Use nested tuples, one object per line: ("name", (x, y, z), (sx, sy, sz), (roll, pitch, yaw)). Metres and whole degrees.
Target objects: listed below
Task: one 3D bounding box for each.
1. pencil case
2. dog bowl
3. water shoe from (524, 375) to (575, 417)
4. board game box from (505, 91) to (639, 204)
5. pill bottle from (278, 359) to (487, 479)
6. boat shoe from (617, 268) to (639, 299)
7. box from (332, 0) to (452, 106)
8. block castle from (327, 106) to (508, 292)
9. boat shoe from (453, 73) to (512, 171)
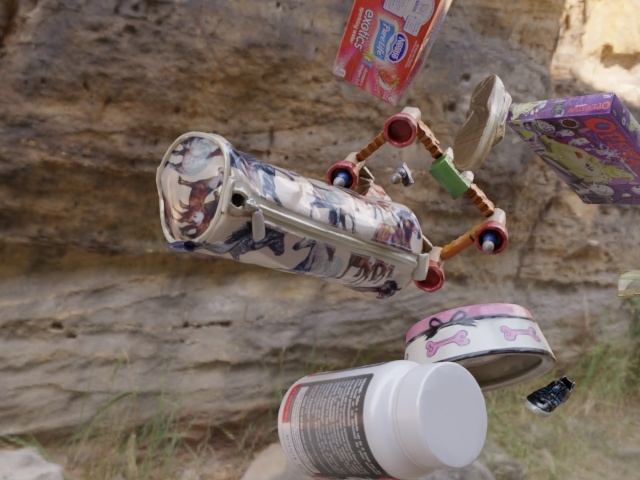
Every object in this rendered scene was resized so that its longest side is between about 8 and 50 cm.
("pencil case", (-0.025, -0.021, 0.982), (0.410, 0.159, 0.183), (17, 13, -40))
("dog bowl", (0.409, 0.297, 1.840), (0.408, 0.150, 0.408), (-5, -26, -3))
("water shoe", (0.593, 0.396, 1.775), (0.073, 0.080, 0.203), (35, 23, 31))
("board game box", (0.535, -0.163, 1.318), (0.347, 0.056, 0.208), (32, -21, -37))
("pill bottle", (0.082, 0.258, 0.978), (0.161, 0.161, 0.283), (11, -21, -38))
("boat shoe", (0.519, 0.072, 1.002), (0.153, 0.048, 0.056), (6, -1, 23))
("box", (0.127, -0.362, 1.091), (0.128, 0.122, 0.256), (30, -39, 7))
("block castle", (0.258, -0.101, 1.839), (0.453, 0.303, 0.213), (48, 31, -9))
("boat shoe", (0.407, -0.274, 1.672), (0.098, 0.302, 0.109), (38, -37, -23))
